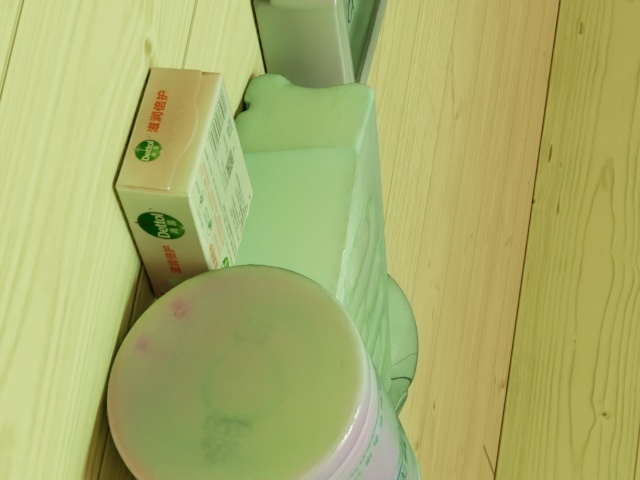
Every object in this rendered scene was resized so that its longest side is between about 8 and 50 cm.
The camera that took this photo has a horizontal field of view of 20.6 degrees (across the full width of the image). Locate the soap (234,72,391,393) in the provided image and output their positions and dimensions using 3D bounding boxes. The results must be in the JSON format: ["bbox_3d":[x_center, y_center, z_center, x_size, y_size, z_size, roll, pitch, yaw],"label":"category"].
[{"bbox_3d":[-0.010,0.046,1.256,0.173,0.095,0.289,-73,164,-45],"label":"soap"}]

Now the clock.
[{"bbox_3d":[0.009,-0.204,1.296,0.150,0.063,0.197,80,20,-54],"label":"clock"}]

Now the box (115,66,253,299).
[{"bbox_3d":[-0.077,-0.030,1.026,0.125,0.043,0.089,79,21,-55],"label":"box"}]

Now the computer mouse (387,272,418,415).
[{"bbox_3d":[0.053,0.135,1.662,0.113,0.068,0.229,61,37,-67],"label":"computer mouse"}]

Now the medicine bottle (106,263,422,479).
[{"bbox_3d":[-0.021,0.137,1.072,0.254,0.152,0.152,65,33,-59],"label":"medicine bottle"}]
